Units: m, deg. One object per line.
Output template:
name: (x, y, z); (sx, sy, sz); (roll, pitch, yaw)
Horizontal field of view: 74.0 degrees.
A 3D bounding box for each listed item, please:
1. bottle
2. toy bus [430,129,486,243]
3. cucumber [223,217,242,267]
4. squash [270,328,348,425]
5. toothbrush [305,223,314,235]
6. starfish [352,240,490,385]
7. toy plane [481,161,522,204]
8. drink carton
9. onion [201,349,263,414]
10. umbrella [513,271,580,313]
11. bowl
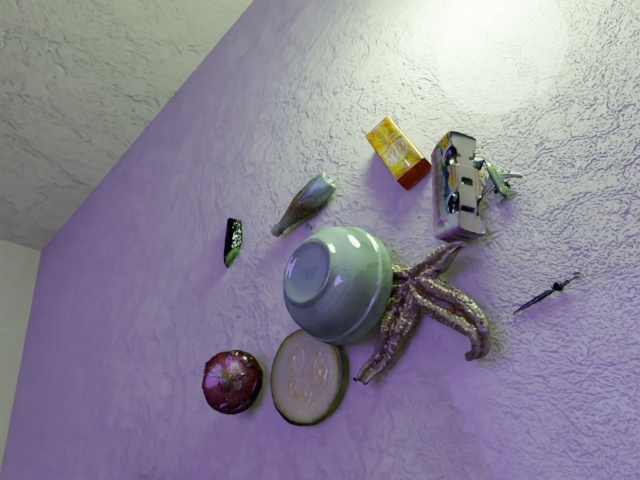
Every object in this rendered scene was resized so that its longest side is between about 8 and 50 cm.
bottle: (-0.064, -0.108, 1.384); (0.270, 0.083, 0.083); (-42, 46, 19)
toy bus: (0.327, -0.123, 1.018); (0.112, 0.090, 0.274); (134, 146, -59)
cucumber: (-0.331, -0.005, 1.607); (0.070, 0.046, 0.220); (-20, 55, 24)
squash: (-0.034, 0.365, 1.140); (0.252, 0.049, 0.252); (-18, 59, 34)
toothbrush: (-0.001, 0.002, 1.319); (0.017, 0.014, 0.194); (-50, 44, 10)
starfish: (0.188, 0.169, 1.011); (0.432, 0.082, 0.324); (-22, 58, 38)
toy plane: (0.414, -0.139, 0.994); (0.102, 0.040, 0.111); (-30, 50, 26)
drink carton: (0.220, -0.252, 1.210); (0.096, 0.071, 0.223); (-42, 47, 18)
onion: (-0.259, 0.415, 1.254); (0.147, 0.184, 0.184); (112, 166, -66)
umbrella: (0.450, 0.107, 0.848); (0.149, 0.022, 0.022); (-41, 5, 19)
bowl: (0.020, 0.098, 1.068); (0.307, 0.163, 0.307); (-24, 54, 38)
